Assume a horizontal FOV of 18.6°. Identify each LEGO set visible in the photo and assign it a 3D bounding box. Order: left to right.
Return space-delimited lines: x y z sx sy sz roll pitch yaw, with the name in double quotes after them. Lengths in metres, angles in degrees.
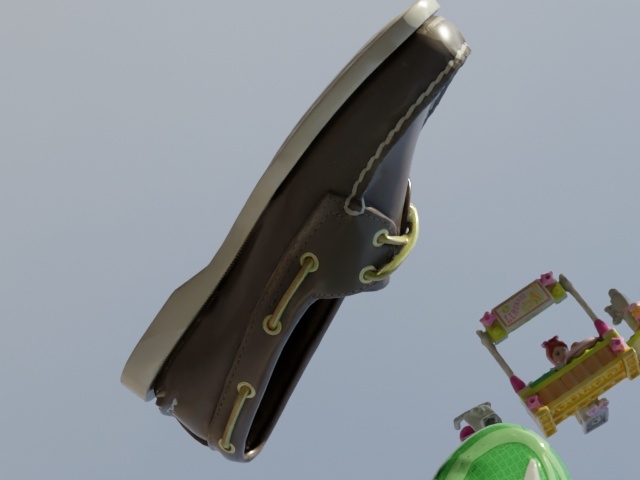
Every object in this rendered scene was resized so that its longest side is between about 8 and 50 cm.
0.230 0.082 1.591 0.107 0.287 0.132 54 -26 30 "LEGO set"

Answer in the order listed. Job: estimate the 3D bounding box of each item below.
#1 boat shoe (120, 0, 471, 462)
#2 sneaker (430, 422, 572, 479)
0.000 0.000 1.150 0.324 0.097 0.116 -53 172 28 "boat shoe"
0.071 0.184 0.961 0.295 0.109 0.123 -55 165 -50 "sneaker"
